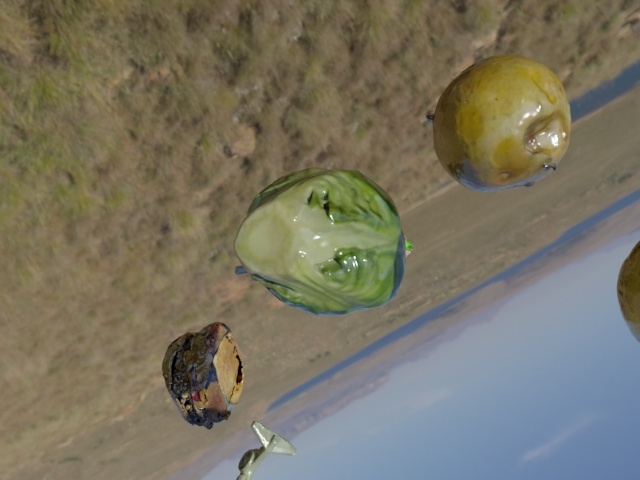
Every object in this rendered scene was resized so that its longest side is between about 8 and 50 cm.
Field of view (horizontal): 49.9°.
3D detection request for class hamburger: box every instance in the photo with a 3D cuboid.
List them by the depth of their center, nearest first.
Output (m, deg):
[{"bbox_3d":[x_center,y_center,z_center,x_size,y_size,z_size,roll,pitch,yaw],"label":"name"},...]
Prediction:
[{"bbox_3d":[-0.251,0.295,1.525,0.107,0.231,0.231,-9,175,19],"label":"hamburger"}]

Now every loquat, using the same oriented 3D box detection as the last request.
[{"bbox_3d":[0.290,-0.192,1.140,0.244,0.244,0.244,-28,168,-6],"label":"loquat"}]

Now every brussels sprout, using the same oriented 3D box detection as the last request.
[{"bbox_3d":[0.000,0.000,0.993,0.210,0.219,0.271,-14,169,32],"label":"brussels sprout"}]

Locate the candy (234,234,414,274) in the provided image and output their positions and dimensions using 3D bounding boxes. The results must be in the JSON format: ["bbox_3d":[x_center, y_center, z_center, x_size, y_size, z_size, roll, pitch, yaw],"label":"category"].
[{"bbox_3d":[0.009,0.032,1.327,0.365,0.124,0.124,-10,161,-27],"label":"candy"}]

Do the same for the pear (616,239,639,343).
[{"bbox_3d":[0.396,0.058,0.691,0.178,0.178,0.178,-28,168,-6],"label":"pear"}]

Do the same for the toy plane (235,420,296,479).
[{"bbox_3d":[-0.116,0.328,0.696,0.108,0.092,0.286,-31,-153,53],"label":"toy plane"}]
